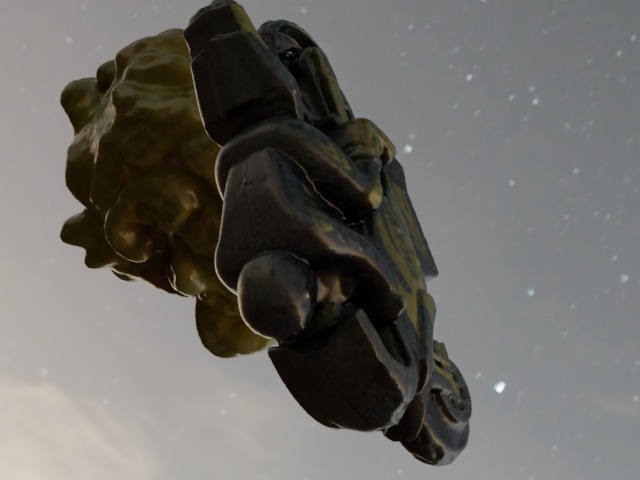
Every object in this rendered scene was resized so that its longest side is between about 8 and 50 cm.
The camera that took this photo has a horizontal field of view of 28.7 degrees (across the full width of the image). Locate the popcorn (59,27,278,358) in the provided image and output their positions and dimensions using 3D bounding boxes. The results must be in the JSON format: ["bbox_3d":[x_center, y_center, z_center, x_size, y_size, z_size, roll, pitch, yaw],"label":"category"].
[{"bbox_3d":[-0.079,-0.037,0.883,0.235,0.181,0.217,14,-54,13],"label":"popcorn"}]

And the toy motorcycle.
[{"bbox_3d":[0.000,0.000,0.466,0.061,0.124,0.193,-24,-97,25],"label":"toy motorcycle"}]
